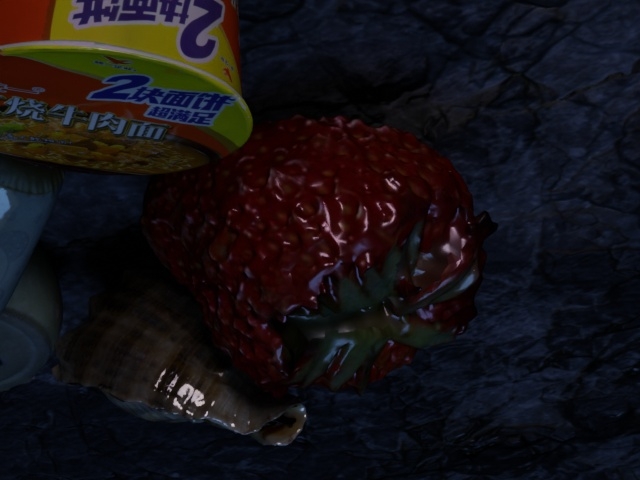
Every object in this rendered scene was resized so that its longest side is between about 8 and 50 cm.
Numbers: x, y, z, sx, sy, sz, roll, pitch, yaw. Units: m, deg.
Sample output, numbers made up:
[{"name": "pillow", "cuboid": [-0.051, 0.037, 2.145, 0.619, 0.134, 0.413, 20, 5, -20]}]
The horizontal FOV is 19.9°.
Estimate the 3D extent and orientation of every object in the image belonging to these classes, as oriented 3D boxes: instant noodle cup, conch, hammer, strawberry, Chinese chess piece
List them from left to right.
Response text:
[{"name": "hammer", "cuboid": [-0.374, -0.044, 1.465, 0.305, 0.113, 0.202, 20, 119, -18]}, {"name": "Chinese chess piece", "cuboid": [-0.350, 0.067, 1.681, 0.237, 0.092, 0.238, -5, 151, -3]}, {"name": "instant noodle cup", "cuboid": [-0.144, -0.159, 1.211, 0.213, 0.174, 0.213, 2, 160, 1]}, {"name": "conch", "cuboid": [-0.124, 0.089, 1.671, 0.291, 0.159, 0.210, 9, 166, 45]}, {"name": "strawberry", "cuboid": [-0.004, 0.000, 1.528, 0.261, 0.258, 0.261, -20, 144, -15]}]
